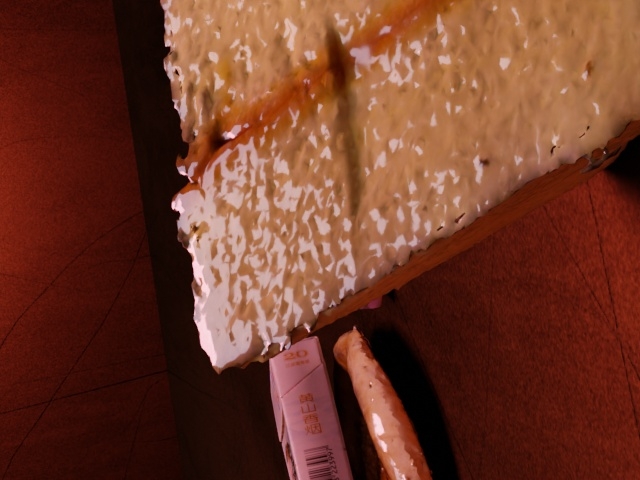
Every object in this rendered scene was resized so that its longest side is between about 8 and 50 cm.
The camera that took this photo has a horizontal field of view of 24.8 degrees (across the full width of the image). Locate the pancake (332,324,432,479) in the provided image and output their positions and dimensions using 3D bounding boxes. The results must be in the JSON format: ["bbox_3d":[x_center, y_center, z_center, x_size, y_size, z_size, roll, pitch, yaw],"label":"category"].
[{"bbox_3d":[0.071,0.261,1.641,0.356,0.065,0.356,169,90,-80],"label":"pancake"}]

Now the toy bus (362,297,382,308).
[{"bbox_3d":[-0.001,0.000,1.706,0.274,0.090,0.112,-137,47,-68],"label":"toy bus"}]

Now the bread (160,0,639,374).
[{"bbox_3d":[0.045,-0.153,0.981,0.242,0.404,0.346,100,146,-79],"label":"bread"}]

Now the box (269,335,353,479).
[{"bbox_3d":[-0.007,0.248,1.708,0.149,0.067,0.233,95,162,-61],"label":"box"}]
